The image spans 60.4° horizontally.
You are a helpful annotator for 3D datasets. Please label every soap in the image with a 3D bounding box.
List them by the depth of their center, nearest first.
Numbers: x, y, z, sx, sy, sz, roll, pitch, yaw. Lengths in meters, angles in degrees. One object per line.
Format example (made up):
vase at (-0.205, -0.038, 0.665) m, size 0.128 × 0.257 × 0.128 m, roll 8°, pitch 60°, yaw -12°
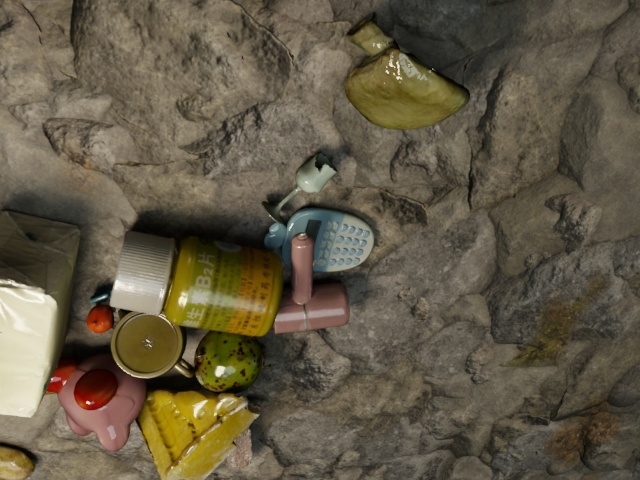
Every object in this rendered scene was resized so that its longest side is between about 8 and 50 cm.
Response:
soap at (-0.364, 0.460, 1.558) m, size 0.304 × 0.339 × 0.169 m, roll -45°, pitch 138°, yaw -2°

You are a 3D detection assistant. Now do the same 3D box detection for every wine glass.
wine glass at (-0.050, -0.130, 1.356) m, size 0.195 × 0.079 × 0.079 m, roll -42°, pitch 120°, yaw 14°

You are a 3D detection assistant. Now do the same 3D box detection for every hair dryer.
hair dryer at (-0.025, 0.107, 1.445) m, size 0.210 × 0.125 × 0.352 m, roll -5°, pitch 136°, yaw -8°

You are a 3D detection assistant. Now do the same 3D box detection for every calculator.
calculator at (0.000, 0.000, 1.470) m, size 0.303 × 0.042 × 0.188 m, roll 9°, pitch 120°, yaw -17°

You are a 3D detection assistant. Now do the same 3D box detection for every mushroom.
mushroom at (0.171, -0.331, 1.198) m, size 0.212 × 0.217 × 0.292 m, roll -41°, pitch 121°, yaw 18°

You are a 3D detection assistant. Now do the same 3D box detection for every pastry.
pastry at (-0.265, 0.627, 1.762) m, size 0.112 × 0.103 × 0.265 m, roll -4°, pitch 117°, yaw -30°

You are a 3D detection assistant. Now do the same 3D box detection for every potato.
potato at (-0.949, 0.671, 1.656) m, size 0.170 × 0.080 × 0.107 m, roll 24°, pitch 106°, yaw -27°

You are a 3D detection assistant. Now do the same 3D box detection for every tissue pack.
tissue pack at (-0.699, 0.167, 1.273) m, size 0.207 × 0.297 × 0.380 m, roll 13°, pitch 119°, yaw -17°

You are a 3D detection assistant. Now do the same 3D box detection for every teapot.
teapot at (-0.440, 0.273, 1.468) m, size 0.268 × 0.175 × 0.185 m, roll 42°, pitch 82°, yaw -4°

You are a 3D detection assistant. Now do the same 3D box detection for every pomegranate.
pomegranate at (-0.248, 0.328, 1.556) m, size 0.198 × 0.246 × 0.198 m, roll 5°, pitch 104°, yaw 22°

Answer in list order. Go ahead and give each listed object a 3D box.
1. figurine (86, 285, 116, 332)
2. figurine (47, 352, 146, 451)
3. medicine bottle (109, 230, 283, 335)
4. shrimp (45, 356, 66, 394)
figurine at (-0.554, 0.178, 1.402) m, size 0.068 × 0.140 × 0.075 m, roll -16°, pitch 123°, yaw 3°
figurine at (-0.586, 0.400, 1.484) m, size 0.270 × 0.211 × 0.261 m, roll 9°, pitch 131°, yaw 30°
medicine bottle at (-0.302, 0.103, 1.361) m, size 0.384 × 0.224 × 0.224 m, roll 12°, pitch 118°, yaw -18°
shrimp at (-0.758, 0.397, 1.544) m, size 0.187 × 0.051 × 0.132 m, roll -25°, pitch 123°, yaw 0°
